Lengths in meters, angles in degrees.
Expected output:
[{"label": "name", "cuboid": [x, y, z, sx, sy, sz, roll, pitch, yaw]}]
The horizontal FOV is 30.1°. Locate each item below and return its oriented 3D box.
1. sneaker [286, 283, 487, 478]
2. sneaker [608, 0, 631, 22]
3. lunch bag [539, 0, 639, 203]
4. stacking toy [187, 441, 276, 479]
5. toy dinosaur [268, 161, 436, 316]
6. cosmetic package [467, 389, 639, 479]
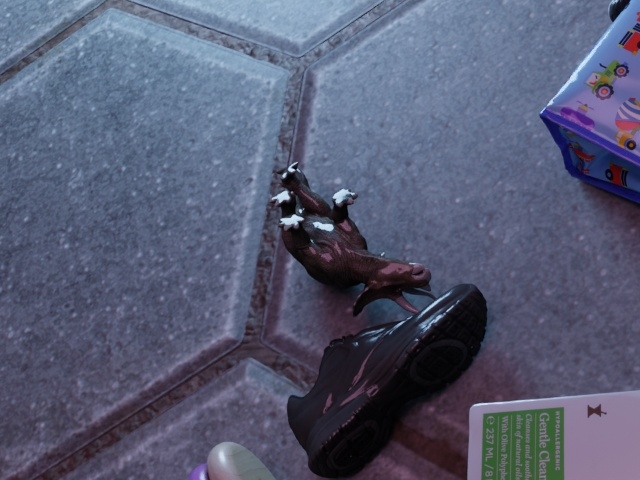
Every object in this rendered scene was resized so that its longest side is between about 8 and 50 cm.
[{"label": "sneaker", "cuboid": [0.070, 0.143, 1.403, 0.286, 0.109, 0.130, -41, 46, -2]}, {"label": "sneaker", "cuboid": [0.466, -0.326, 1.507, 0.211, 0.080, 0.081, -22, 33, 13]}, {"label": "lunch bag", "cuboid": [0.440, -0.140, 1.347, 0.293, 0.138, 0.221, 32, 79, 40]}, {"label": "stacking toy", "cuboid": [-0.192, 0.383, 1.382, 0.330, 0.141, 0.141, -39, 51, 7]}, {"label": "toy dinosaur", "cuboid": [0.000, 0.000, 1.507, 0.121, 0.160, 0.313, -34, 35, -20]}, {"label": "cosmetic package", "cuboid": [0.337, 0.257, 1.153, 0.365, 0.155, 0.197, -11, 56, 24]}]
